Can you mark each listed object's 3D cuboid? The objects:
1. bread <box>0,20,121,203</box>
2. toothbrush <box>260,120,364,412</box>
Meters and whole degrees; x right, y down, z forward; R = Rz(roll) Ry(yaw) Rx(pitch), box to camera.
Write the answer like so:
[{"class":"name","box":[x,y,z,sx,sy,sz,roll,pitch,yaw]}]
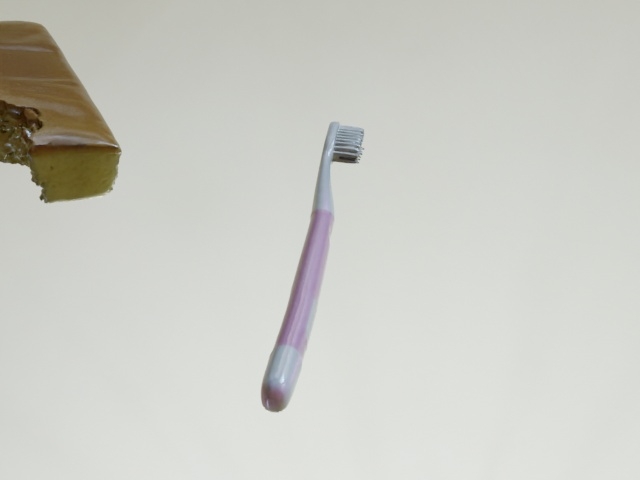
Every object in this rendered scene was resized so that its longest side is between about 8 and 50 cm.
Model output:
[{"class":"bread","box":[-0.192,-0.085,0.742,0.226,0.088,0.049,-129,-138,-55]},{"class":"toothbrush","box":[0.000,0.000,0.654,0.025,0.286,0.020,7,-58,4]}]
